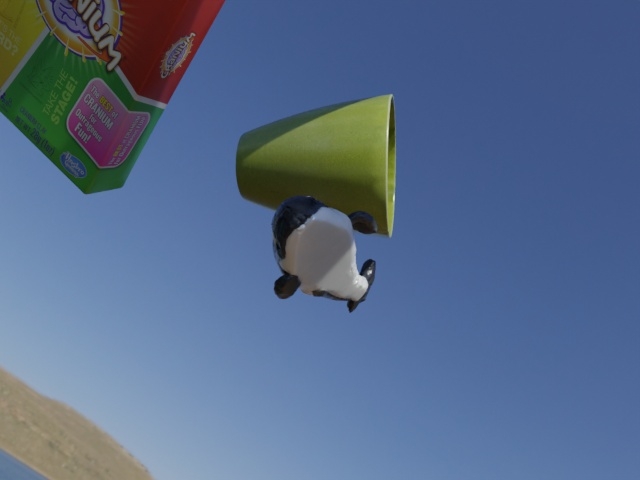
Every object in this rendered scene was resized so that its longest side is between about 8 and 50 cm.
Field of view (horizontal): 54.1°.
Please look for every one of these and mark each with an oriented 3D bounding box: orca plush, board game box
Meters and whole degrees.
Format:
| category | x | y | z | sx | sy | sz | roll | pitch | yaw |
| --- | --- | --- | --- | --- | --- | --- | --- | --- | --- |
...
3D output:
| category | x | y | z | sx | sy | sz | roll | pitch | yaw |
| --- | --- | --- | --- | --- | --- | --- | --- | --- | --- |
| orca plush | 0.000 | 0.000 | 0.827 | 0.102 | 0.151 | 0.287 | 50 | 15 | 28 |
| board game box | -0.254 | -0.248 | 0.689 | 0.242 | 0.064 | 0.316 | 42 | -64 | 10 |

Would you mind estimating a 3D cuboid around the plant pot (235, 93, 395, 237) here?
| category | x | y | z | sx | sy | sz | roll | pitch | yaw |
| --- | --- | --- | --- | --- | --- | --- | --- | --- | --- |
| plant pot | -0.007 | -0.143 | 1.225 | 0.294 | 0.274 | 0.274 | 1 | -36 | 9 |
